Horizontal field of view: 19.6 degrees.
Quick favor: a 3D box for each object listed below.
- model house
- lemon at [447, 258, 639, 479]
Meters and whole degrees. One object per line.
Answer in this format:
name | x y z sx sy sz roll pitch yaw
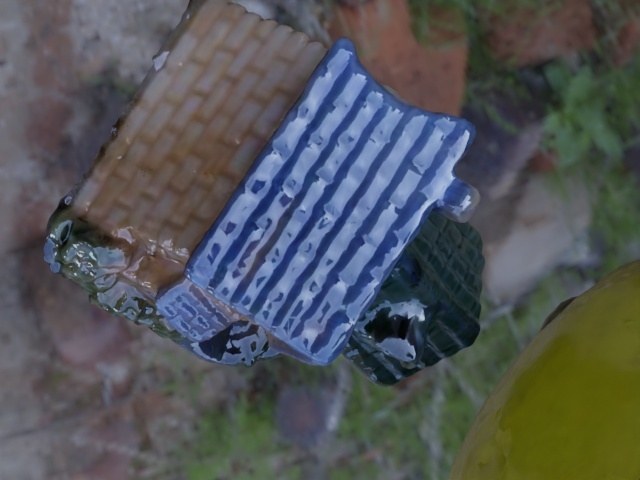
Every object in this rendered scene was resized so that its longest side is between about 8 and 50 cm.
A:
model house | 0.000 0.000 0.931 0.166 0.172 0.183 -60 145 -11
lemon | 0.222 0.170 0.965 0.348 0.348 0.348 -13 144 -10
